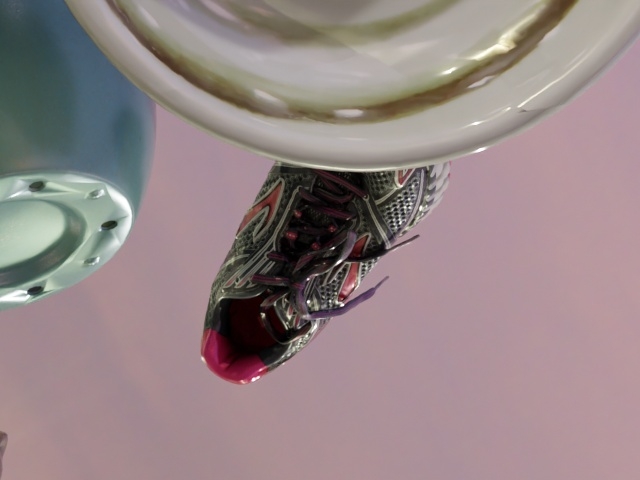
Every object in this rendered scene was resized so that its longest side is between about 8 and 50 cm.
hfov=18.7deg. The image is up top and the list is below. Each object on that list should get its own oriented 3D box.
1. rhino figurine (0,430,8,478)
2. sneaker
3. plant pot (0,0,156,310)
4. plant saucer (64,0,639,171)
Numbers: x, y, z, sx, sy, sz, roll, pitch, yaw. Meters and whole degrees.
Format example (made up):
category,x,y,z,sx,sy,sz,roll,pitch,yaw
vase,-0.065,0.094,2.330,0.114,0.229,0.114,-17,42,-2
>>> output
category,x,y,z,sx,sy,sz,roll,pitch,yaw
rhino figurine,-0.233,0.103,0.750,0.106,0.243,0.073,8,69,-77
sneaker,0.000,0.000,1.407,0.121,0.112,0.299,32,-43,5
plant pot,-0.244,-0.091,1.325,0.293,0.293,0.235,105,-31,-58
plant saucer,0.024,-0.244,1.117,0.100,0.400,0.400,-122,-173,-75
